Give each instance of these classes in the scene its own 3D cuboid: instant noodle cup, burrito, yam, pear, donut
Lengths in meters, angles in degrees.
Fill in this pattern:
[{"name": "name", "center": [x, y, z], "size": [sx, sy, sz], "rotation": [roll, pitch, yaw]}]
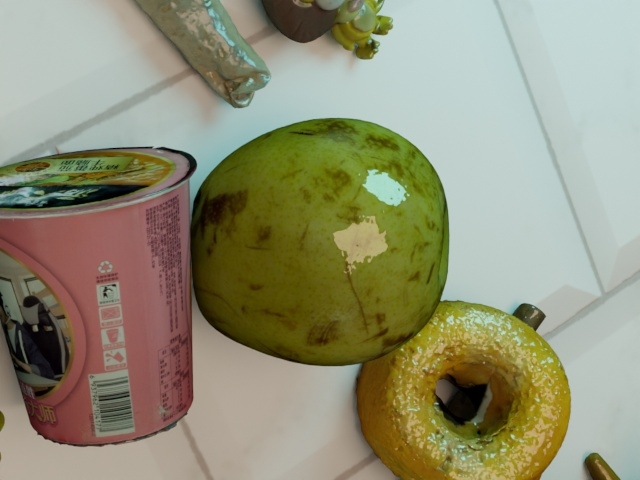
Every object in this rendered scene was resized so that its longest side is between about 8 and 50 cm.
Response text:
[{"name": "instant noodle cup", "center": [-0.221, 0.055, 1.474], "size": [0.244, 0.244, 0.255], "rotation": [-16, 111, -28]}, {"name": "burrito", "center": [-0.146, -0.256, 1.567], "size": [0.082, 0.059, 0.275], "rotation": [-44, 114, -11]}, {"name": "yam", "center": [0.171, 0.212, 1.799], "size": [0.327, 0.045, 0.045], "rotation": [-55, 139, -14]}, {"name": "pear", "center": [0.000, 0.000, 1.560], "size": [0.284, 0.283, 0.283], "rotation": [-3, 96, -30]}, {"name": "donut", "center": [0.169, 0.184, 1.732], "size": [0.253, 0.118, 0.253], "rotation": [2, 81, -15]}]

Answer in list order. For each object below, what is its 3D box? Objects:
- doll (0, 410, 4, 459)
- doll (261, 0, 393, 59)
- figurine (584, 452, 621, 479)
[{"name": "doll", "center": [-0.374, 0.125, 1.448], "size": [0.135, 0.099, 0.241], "rotation": [-50, 125, -60]}, {"name": "doll", "center": [0.015, -0.279, 1.639], "size": [0.188, 0.096, 0.145], "rotation": [9, 98, -40]}, {"name": "figurine", "center": [0.413, 0.444, 1.789], "size": [0.387, 0.268, 0.401], "rotation": [-66, 164, -48]}]
